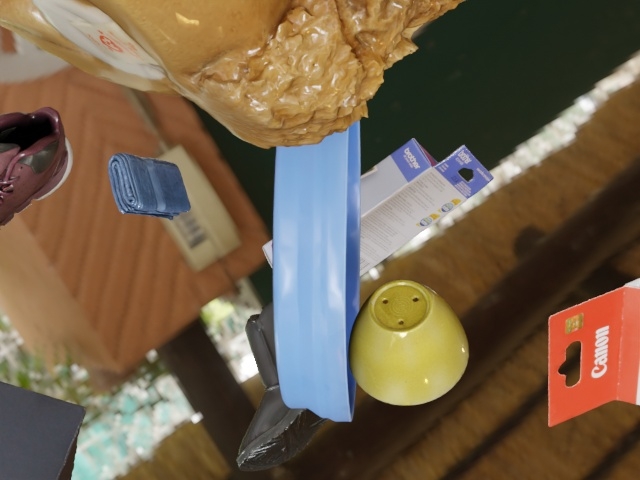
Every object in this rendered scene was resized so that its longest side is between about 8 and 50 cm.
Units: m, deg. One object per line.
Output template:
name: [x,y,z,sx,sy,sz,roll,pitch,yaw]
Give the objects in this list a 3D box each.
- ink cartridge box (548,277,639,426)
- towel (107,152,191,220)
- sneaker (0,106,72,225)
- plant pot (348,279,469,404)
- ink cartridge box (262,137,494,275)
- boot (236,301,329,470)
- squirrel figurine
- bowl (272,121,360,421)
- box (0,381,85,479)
ink cartridge box: [0.338,0.103,1.362,0.232,0.189,0.066,-25,-131,-13]
towel: [-0.186,-0.058,1.496,0.029,0.067,0.119,-20,170,23]
sneaker: [-0.385,-0.054,1.518,0.281,0.106,0.162,-48,176,-22]
plant pot: [0.091,0.097,1.511,0.134,0.095,0.134,-5,-126,6]
ink cartridge box: [0.086,-0.039,1.965,0.311,0.065,0.186,-33,158,11]
boot: [-0.073,0.226,2.230,0.094,0.207,0.246,8,137,-38]
squirrel figurine: [-0.047,-0.294,1.141,0.370,0.397,0.281,-60,180,-13]
bowl: [0.000,0.000,1.517,0.077,0.391,0.391,0,-163,4]
box: [-0.418,0.260,1.290,0.179,0.343,0.312,-74,180,-46]
